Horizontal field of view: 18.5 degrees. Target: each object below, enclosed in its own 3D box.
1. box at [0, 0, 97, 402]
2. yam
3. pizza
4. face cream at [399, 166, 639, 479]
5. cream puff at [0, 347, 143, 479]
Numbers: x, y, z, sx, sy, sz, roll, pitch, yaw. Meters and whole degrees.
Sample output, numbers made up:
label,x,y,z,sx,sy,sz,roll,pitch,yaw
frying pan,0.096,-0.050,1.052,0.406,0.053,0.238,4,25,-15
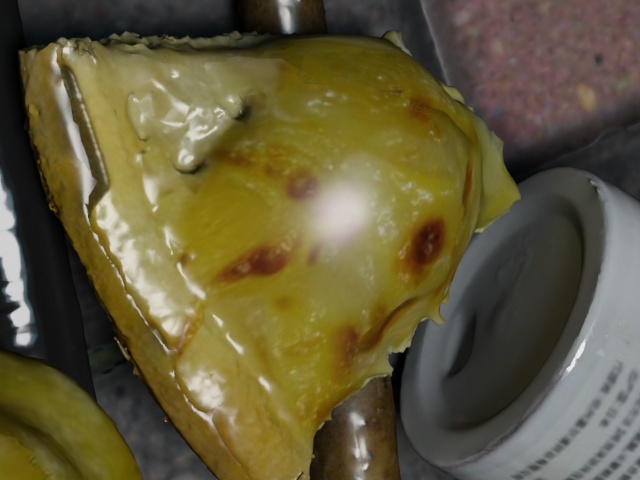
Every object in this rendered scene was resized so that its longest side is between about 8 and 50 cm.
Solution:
label,x,y,z,sx,sy,sz,roll,pitch,yaw
box,-0.235,0.032,0.743,0.290,0.073,0.289,-13,103,-20
yam,0.000,0.000,0.848,0.045,0.045,0.327,-25,110,-58
pizza,-0.015,-0.025,0.770,0.188,0.080,0.204,-44,112,-19
face cream,0.224,0.109,0.899,0.370,0.145,0.145,27,87,-24
cream puff,-0.180,0.189,0.607,0.323,0.274,0.270,-28,113,-11
